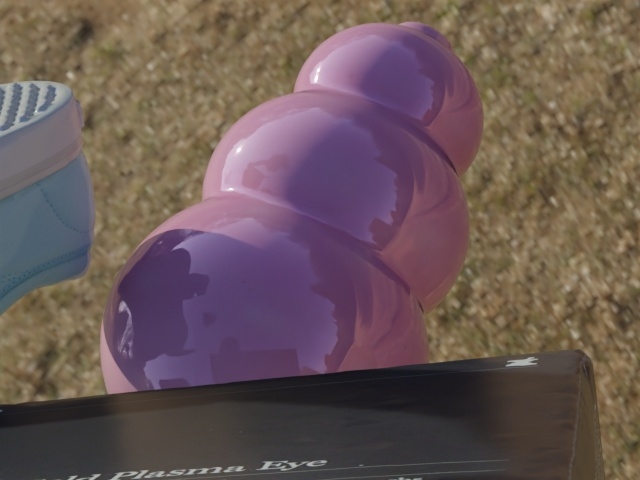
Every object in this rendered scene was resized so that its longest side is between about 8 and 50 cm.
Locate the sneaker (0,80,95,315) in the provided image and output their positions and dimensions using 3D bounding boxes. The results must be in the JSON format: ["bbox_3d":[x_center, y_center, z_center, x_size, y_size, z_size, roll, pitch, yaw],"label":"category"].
[{"bbox_3d":[-0.262,0.043,0.834,0.366,0.150,0.135,-29,28,-33],"label":"sneaker"}]

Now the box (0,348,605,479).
[{"bbox_3d":[-0.078,0.156,0.468,0.343,0.312,0.179,-6,94,12],"label":"box"}]

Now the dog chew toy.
[{"bbox_3d":[0.000,0.000,0.989,0.206,0.206,0.332,11,64,35],"label":"dog chew toy"}]
